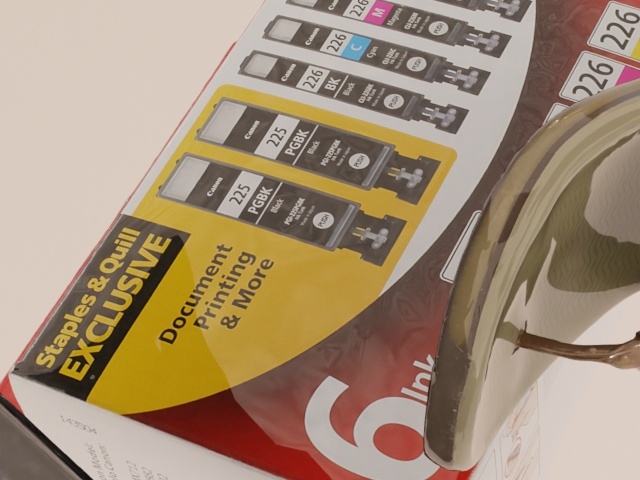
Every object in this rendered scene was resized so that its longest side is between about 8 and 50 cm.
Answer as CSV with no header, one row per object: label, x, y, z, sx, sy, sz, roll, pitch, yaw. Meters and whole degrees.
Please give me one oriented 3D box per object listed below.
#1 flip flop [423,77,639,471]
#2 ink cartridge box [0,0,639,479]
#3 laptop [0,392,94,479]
flip flop,0.138,-0.003,0.666,0.277,0.112,0.080,-29,-130,-36
ink cartridge box,0.000,0.000,0.856,0.271,0.130,0.309,18,-123,20
laptop,-0.058,-0.060,0.525,0.408,0.382,0.236,42,-100,3
